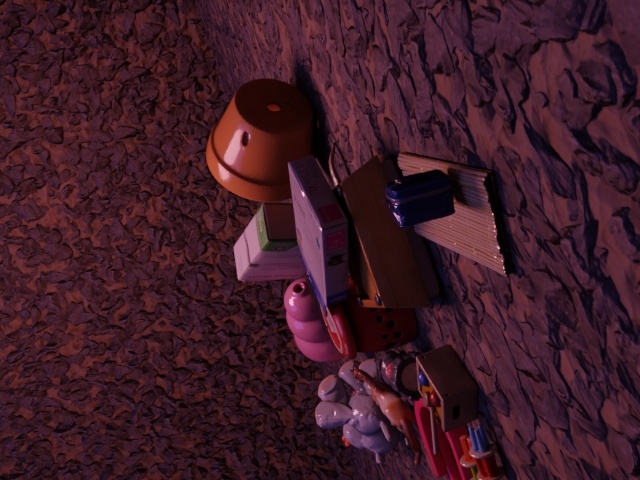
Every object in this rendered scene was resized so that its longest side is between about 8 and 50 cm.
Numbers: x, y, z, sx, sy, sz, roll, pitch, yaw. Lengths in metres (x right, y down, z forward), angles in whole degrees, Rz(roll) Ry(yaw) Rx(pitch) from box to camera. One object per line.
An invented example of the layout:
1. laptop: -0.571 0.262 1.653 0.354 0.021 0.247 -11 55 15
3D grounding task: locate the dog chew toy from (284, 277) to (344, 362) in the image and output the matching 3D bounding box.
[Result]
1. dog chew toy: -0.008 0.227 1.964 0.207 0.206 0.332 62 -179 40

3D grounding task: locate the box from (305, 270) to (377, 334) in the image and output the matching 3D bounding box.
1. box: 0.069 0.156 1.709 0.270 0.143 0.165 -174 65 -79

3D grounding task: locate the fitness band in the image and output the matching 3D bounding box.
1. fitness band: 0.287 0.467 1.426 0.209 0.054 0.291 -175 65 -76

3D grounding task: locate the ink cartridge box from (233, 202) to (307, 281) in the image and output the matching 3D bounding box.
1. ink cartridge box: -0.109 0.009 1.893 0.289 0.211 0.122 -46 50 55

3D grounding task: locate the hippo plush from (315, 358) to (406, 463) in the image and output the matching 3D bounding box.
1. hippo plush: 0.153 0.495 1.911 0.294 0.234 0.237 2 142 35

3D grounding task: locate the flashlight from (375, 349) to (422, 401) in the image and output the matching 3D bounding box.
1. flashlight: 0.186 0.297 1.510 0.103 0.103 0.304 33 174 -2

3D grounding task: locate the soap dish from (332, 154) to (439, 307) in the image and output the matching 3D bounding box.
1. soap dish: 0.108 0.000 1.275 0.229 0.118 0.291 153 98 -80

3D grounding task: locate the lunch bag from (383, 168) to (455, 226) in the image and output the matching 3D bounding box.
1. lunch bag: 0.138 -0.064 0.938 0.067 0.098 0.065 -123 18 -72

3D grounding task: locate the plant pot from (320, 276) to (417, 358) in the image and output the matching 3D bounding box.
1. plant pot: 0.102 0.167 1.480 0.191 0.174 0.191 158 90 -80

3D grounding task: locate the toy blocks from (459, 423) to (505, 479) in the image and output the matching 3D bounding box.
1. toy blocks: 0.296 0.404 1.232 0.123 0.054 0.148 -163 54 -77

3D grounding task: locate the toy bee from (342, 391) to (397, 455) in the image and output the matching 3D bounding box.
1. toy bee: 0.144 0.590 2.097 0.195 0.162 0.298 -171 61 -76

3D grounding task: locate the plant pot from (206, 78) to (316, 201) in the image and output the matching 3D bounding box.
1. plant pot: -0.138 -0.273 1.687 0.291 0.290 0.203 64 153 29

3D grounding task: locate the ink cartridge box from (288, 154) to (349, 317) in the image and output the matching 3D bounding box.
1. ink cartridge box: 0.000 0.000 1.336 0.311 0.065 0.186 89 160 -52

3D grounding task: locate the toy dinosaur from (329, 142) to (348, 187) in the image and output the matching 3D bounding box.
1. toy dinosaur: 0.061 -0.097 1.520 0.118 0.064 0.268 -139 34 -83

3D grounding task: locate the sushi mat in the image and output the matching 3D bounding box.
1. sushi mat: 0.194 -0.050 1.007 0.316 0.019 0.152 -142 32 -71

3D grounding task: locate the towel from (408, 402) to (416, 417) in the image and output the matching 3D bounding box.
1. towel: 0.253 0.433 1.590 0.119 0.029 0.067 178 70 -78

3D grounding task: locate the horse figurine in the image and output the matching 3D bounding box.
1. horse figurine: 0.182 0.424 1.624 0.174 0.066 0.263 61 172 -34

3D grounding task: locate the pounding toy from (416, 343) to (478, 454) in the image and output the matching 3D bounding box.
1. pounding toy: 0.231 0.302 1.249 0.130 0.100 0.141 -120 14 -46
